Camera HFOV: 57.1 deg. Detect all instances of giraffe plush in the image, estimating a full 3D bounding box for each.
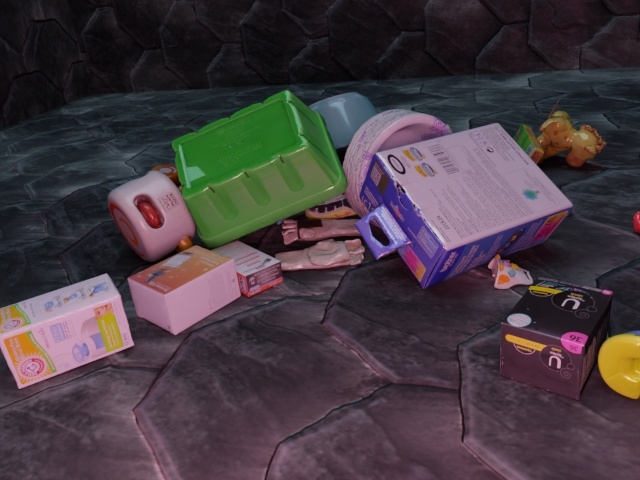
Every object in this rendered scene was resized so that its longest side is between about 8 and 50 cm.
[{"bbox_3d":[0.720,-0.285,1.690,0.171,0.210,0.181,34,67,19],"label":"giraffe plush"}]

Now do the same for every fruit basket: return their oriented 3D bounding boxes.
[{"bbox_3d":[-0.132,-0.150,1.401,0.393,0.392,0.282,-12,61,-12],"label":"fruit basket"}]

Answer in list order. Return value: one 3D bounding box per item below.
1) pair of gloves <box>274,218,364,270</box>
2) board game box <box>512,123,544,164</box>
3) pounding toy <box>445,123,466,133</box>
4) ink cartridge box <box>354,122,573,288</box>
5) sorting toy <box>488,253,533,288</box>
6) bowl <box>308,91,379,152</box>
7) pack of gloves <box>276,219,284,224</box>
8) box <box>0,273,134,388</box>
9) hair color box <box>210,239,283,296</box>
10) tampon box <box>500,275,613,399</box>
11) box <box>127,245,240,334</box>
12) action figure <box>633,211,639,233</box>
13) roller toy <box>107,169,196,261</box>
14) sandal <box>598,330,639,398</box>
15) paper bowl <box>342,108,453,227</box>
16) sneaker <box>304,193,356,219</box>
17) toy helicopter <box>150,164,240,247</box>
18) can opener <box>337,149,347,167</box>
[{"bbox_3d":[0.000,0.000,1.369,0.204,0.042,0.240,-3,26,6],"label":"pair of gloves"},{"bbox_3d":[0.564,-0.241,1.661,0.039,0.124,0.259,24,28,-4],"label":"board game box"},{"bbox_3d":[0.447,-0.283,1.735,0.154,0.154,0.269,-8,25,5],"label":"pounding toy"},{"bbox_3d":[0.270,-0.076,1.226,0.396,0.151,0.270,-16,58,-25],"label":"ink cartridge box"},{"bbox_3d":[0.380,0.064,1.164,0.075,0.044,0.083,15,27,-1],"label":"sorting toy"},{"bbox_3d":[0.059,-0.363,1.859,0.312,0.163,0.311,-16,5,1],"label":"bowl"},{"bbox_3d":[-0.082,-0.086,1.581,0.232,0.046,0.195,-22,13,-27],"label":"pack of gloves"},{"bbox_3d":[-0.457,0.157,1.049,0.203,0.114,0.103,-19,30,-25],"label":"box"},{"bbox_3d":[-0.169,0.057,1.271,0.093,0.053,0.167,-23,29,-34],"label":"hair color box"},{"bbox_3d":[0.366,0.144,0.912,0.121,0.101,0.161,12,31,35],"label":"tampon box"},{"bbox_3d":[-0.269,0.093,1.173,0.130,0.090,0.171,16,32,38],"label":"box"},{"bbox_3d":[0.689,-0.014,1.148,0.092,0.138,0.280,-1,28,14],"label":"action figure"},{"bbox_3d":[-0.389,-0.059,1.383,0.146,0.191,0.209,-35,50,-26],"label":"roller toy"},{"bbox_3d":[0.562,0.172,0.797,0.318,0.126,0.138,16,29,36],"label":"sandal"},{"bbox_3d":[0.179,-0.169,1.403,0.284,0.284,0.148,-18,28,-25],"label":"paper bowl"},{"bbox_3d":[0.053,-0.093,1.507,0.209,0.081,0.094,-3,-19,-17],"label":"sneaker"},{"bbox_3d":[-0.294,-0.082,1.553,0.235,0.140,0.355,-11,35,-31],"label":"toy helicopter"},{"bbox_3d":[0.094,-0.247,1.864,0.284,0.075,0.095,-18,-5,-22],"label":"can opener"}]
